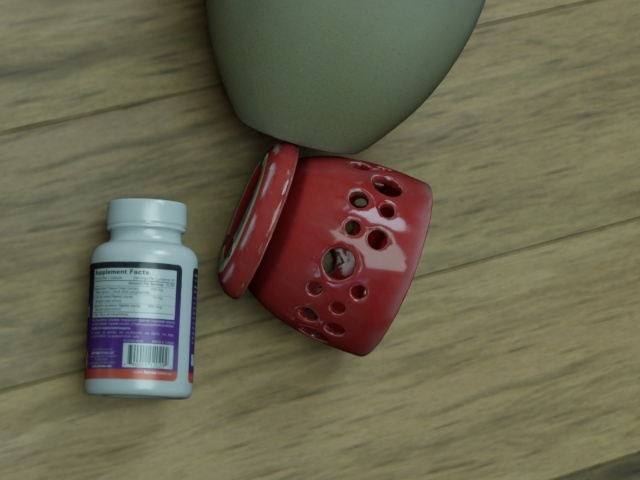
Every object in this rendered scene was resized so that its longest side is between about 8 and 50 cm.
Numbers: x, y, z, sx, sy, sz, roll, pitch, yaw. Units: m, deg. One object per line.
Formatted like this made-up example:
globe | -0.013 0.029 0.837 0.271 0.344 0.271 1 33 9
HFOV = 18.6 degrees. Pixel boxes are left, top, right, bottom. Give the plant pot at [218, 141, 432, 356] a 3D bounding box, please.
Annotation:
plant pot | 0.000 0.000 1.970 0.174 0.191 0.191 22 77 -7

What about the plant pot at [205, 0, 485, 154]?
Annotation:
plant pot | 0.005 -0.195 1.964 0.284 0.284 0.191 12 102 -18

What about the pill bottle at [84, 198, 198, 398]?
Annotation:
pill bottle | -0.176 0.059 1.939 0.108 0.108 0.193 5 82 -19
